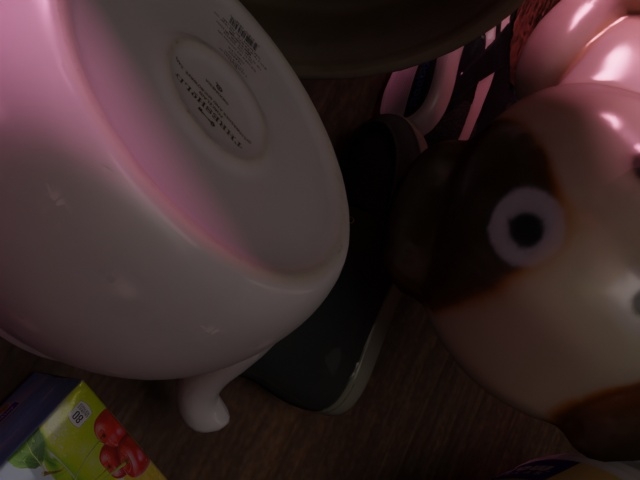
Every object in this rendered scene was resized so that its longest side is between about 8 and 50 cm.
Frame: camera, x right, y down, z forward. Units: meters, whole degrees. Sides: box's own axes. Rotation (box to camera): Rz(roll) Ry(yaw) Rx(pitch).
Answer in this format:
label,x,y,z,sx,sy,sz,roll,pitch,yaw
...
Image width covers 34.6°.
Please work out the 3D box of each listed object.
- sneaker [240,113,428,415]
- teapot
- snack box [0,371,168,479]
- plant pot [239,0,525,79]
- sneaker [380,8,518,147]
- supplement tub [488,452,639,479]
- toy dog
label,x,y,z,sx,sy,sz,roll,pitch,yaw
sneaker,0.000,0.000,0.701,0.118,0.083,0.222,26,74,-37
teapot,-0.123,-0.030,0.542,0.252,0.187,0.256,6,58,-59
snack box,-0.147,0.209,0.582,0.174,0.070,0.207,-48,117,-31
plant pot,-0.002,-0.303,0.586,0.323,0.323,0.280,38,50,-34
sneaker,0.130,-0.153,0.826,0.121,0.079,0.217,35,74,-40
supplement tub,0.149,0.290,0.722,0.331,0.241,0.241,-11,97,-40
toy dog,0.212,-0.042,0.707,0.285,0.395,0.408,50,40,4
